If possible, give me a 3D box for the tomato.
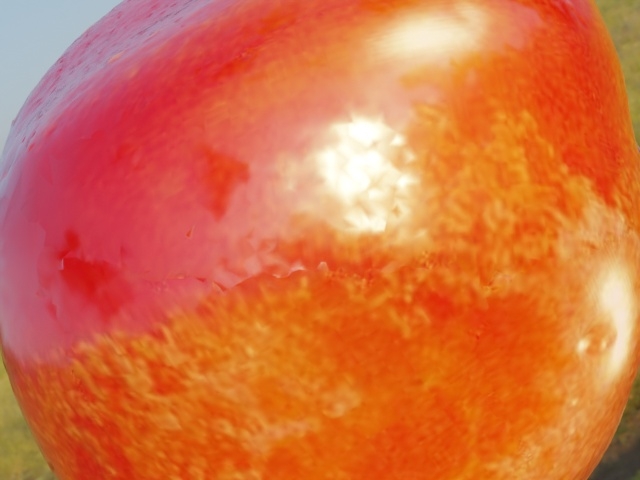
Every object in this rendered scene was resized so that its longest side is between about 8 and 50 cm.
[{"bbox_3d":[0.000,0.000,0.495,0.290,0.293,0.325,-17,29,-1],"label":"tomato"}]
